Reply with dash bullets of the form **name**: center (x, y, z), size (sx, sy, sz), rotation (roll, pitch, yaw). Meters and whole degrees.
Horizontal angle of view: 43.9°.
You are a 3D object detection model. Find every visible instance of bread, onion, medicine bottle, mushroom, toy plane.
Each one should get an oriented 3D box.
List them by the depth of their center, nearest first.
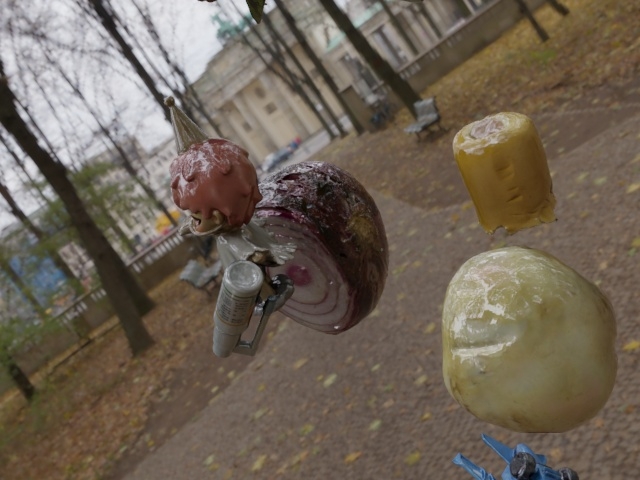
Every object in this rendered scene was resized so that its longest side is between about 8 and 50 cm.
- **mushroom**: center (0.156, 0.075, 0.597), size (0.148, 0.148, 0.112), rotation (-37, -8, -9)
- **toy plane**: center (0.322, 0.381, 1.149), size (0.105, 0.254, 0.271), rotation (-64, 15, 14)
- **bread**: center (0.271, -0.098, 1.183), size (0.134, 0.173, 0.085), rotation (-7, 34, 38)
- **medicine bottle**: center (-0.124, 0.119, 1.266), size (0.221, 0.092, 0.061), rotation (112, 164, -50)
- **onion**: center (0.000, 0.000, 1.588), size (0.281, 0.337, 0.260), rotation (-30, 14, 43)

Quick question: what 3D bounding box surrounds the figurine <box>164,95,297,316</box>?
- **figurine**: center (-0.164, -0.052, 1.305), size (0.166, 0.387, 0.207), rotation (-26, 23, 8)

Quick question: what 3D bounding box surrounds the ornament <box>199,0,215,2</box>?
- **ornament**: center (-0.178, -0.621, 1.664), size (0.217, 0.235, 0.221), rotation (-18, -2, -21)

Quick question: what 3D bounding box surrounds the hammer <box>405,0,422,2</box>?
- **hammer**: center (0.089, -0.267, 0.757), size (0.083, 0.052, 0.031), rotation (112, 162, -48)

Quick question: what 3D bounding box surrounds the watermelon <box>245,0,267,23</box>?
- **watermelon**: center (-0.107, -0.542, 1.500), size (0.063, 0.245, 0.119), rotation (4, 0, 9)
